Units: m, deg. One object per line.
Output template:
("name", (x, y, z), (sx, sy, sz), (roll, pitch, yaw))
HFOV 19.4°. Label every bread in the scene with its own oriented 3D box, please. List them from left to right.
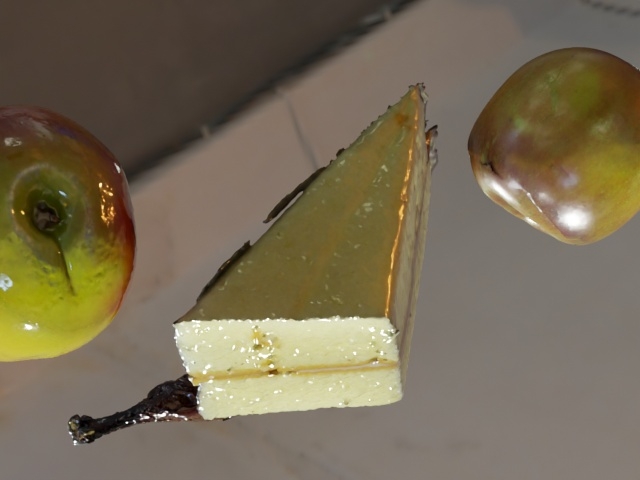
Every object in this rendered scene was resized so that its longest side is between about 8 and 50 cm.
("bread", (0.000, 0.000, 1.931), (0.242, 0.346, 0.405), (4, -122, 2))

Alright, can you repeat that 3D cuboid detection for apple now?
("apple", (0.206, -0.077, 1.507), (0.146, 0.163, 0.147), (34, -91, 18))

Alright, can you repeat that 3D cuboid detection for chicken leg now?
("chicken leg", (-0.157, 0.180, 2.039), (0.253, 0.051, 0.106), (-7, 161, -42))

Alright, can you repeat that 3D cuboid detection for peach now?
("peach", (-0.264, -0.005, 1.632), (0.231, 0.231, 0.231), (-14, -150, 8))
